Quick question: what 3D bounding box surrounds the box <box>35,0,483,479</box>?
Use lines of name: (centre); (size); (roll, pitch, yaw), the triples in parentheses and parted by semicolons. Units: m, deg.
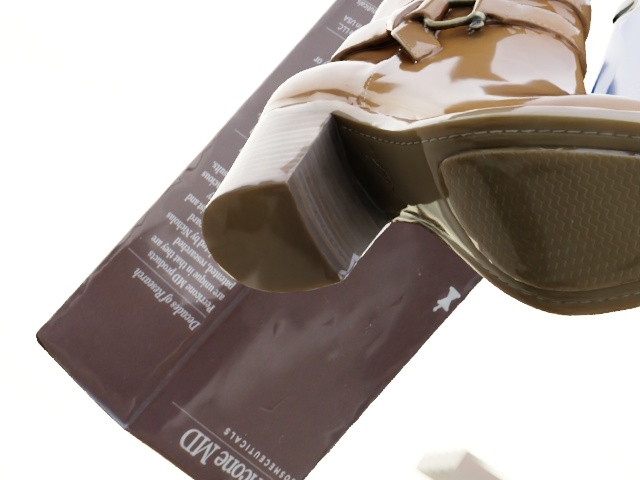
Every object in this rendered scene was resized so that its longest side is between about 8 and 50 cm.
box: (0.000, 0.000, 1.377); (0.143, 0.381, 0.191); (41, -2, 43)

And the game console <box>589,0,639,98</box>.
game console: (0.292, -0.100, 1.041); (0.173, 0.250, 0.293); (28, -23, -15)

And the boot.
boot: (0.101, -0.065, 0.900); (0.283, 0.220, 0.109); (-9, -59, 37)
